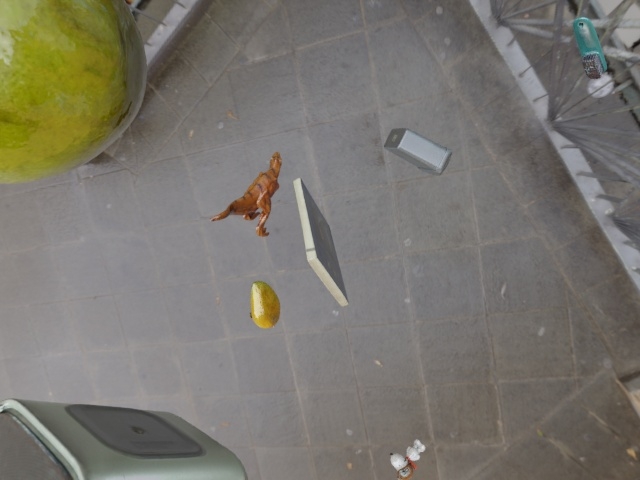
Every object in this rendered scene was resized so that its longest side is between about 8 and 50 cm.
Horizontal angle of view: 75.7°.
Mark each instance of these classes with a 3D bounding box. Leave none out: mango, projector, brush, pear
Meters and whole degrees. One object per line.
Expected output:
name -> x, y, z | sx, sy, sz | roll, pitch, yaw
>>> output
mango -> -0.171, 0.202, 1.279 | 0.066, 0.101, 0.188 | 16, 128, 40
projector -> -0.274, 0.349, 0.492 | 0.248, 0.249, 0.249 | 13, 74, 34
brush -> 0.595, -0.419, 0.914 | 0.043, 0.193, 0.032 | 14, 83, 46
pear -> -0.417, -0.254, 0.553 | 0.351, 0.413, 0.352 | 6, 117, 12

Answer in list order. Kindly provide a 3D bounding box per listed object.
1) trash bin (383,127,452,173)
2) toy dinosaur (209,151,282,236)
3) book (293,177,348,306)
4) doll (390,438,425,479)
trash bin -> 0.375, -0.334, 1.553 | 0.236, 0.177, 0.101 | 23, 100, -16
toy dinosaur -> -0.196, -0.103, 1.231 | 0.097, 0.432, 0.208 | 16, 132, 6
book -> 0.000, 0.000, 0.970 | 0.025, 0.269, 0.191 | -24, 134, 11
doll -> 0.188, 0.466, 0.870 | 0.085, 0.058, 0.040 | -13, 137, -23
